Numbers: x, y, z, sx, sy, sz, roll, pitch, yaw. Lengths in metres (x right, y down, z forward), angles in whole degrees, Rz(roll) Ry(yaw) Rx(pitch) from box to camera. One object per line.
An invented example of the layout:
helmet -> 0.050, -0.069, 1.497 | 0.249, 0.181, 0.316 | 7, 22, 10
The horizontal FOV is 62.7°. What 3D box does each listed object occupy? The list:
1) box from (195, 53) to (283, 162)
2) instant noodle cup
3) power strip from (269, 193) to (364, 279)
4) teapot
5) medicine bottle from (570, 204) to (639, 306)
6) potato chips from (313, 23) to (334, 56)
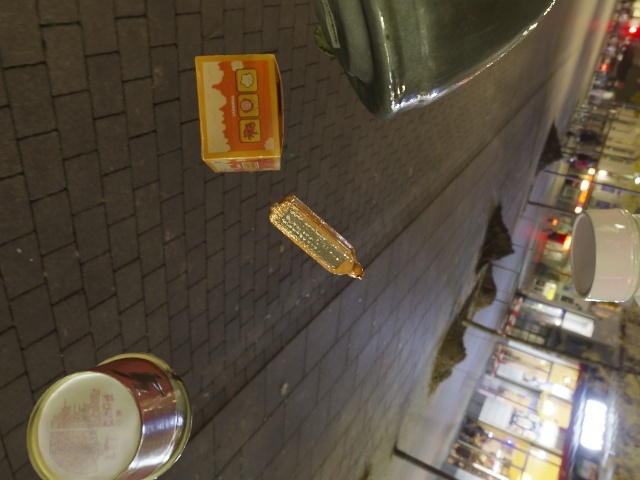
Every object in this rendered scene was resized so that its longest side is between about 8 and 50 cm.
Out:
box -> -0.206, -0.328, 1.414 | 0.283, 0.213, 0.260 | -160, -115, -86
instant noodle cup -> -0.353, 0.304, 0.873 | 0.178, 0.234, 0.235 | 76, 37, -77
power strip -> 0.000, 0.000, 0.776 | 0.049, 0.178, 0.028 | -41, -165, 30
teapot -> 0.097, -0.279, 0.478 | 0.239, 0.321, 0.239 | -22, 133, -1
medicine bottle -> 0.446, 0.017, 0.581 | 0.111, 0.296, 0.161 | 47, 42, -75
potato chips -> 0.027, -0.515, 1.348 | 0.092, 0.207, 0.028 | -16, 137, -19
